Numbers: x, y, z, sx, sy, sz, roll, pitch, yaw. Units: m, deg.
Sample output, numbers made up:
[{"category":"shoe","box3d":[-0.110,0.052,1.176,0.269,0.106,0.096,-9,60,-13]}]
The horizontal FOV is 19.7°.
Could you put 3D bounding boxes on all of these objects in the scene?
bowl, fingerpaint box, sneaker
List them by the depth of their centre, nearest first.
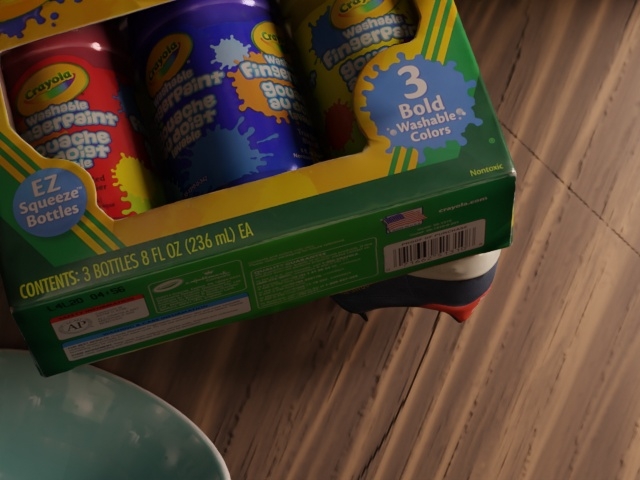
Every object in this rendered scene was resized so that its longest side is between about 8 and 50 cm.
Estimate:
[{"category":"fingerpaint box","box3d":[-0.089,-0.126,1.667,0.444,0.163,0.371,-15,64,-4]},{"category":"bowl","box3d":[-0.254,0.247,1.703,0.311,0.311,0.163,21,111,-6]},{"category":"sneaker","box3d":[0.000,0.000,1.784,0.350,0.148,0.131,17,54,14]}]
